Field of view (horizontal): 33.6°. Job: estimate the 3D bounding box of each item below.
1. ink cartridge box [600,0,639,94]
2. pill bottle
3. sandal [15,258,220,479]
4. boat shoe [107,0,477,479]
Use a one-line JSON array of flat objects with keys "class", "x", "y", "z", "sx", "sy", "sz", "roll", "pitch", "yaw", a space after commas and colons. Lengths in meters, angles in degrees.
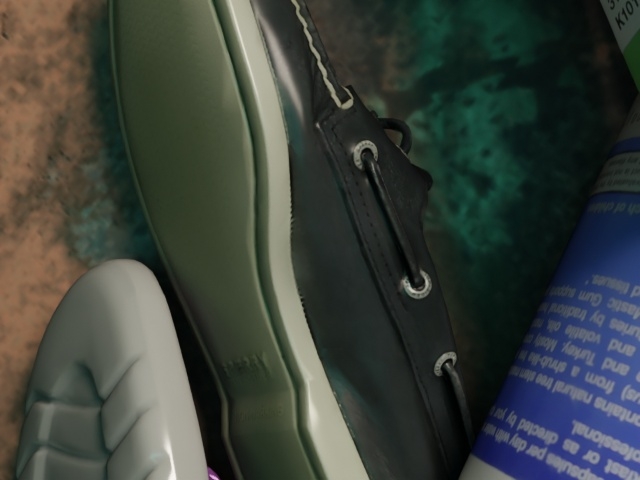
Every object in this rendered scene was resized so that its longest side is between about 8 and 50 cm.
[{"class": "ink cartridge box", "x": 0.134, "y": -0.149, "z": 0.301, "sx": 0.092, "sy": 0.160, "sz": 0.219, "roll": -13, "pitch": 71, "yaw": -17}, {"class": "pill bottle", "x": 0.145, "y": 0.079, "z": 0.418, "sx": 0.152, "sy": 0.152, "sz": 0.272, "roll": 26, "pitch": 85, "yaw": 4}, {"class": "sandal", "x": -0.060, "y": 0.215, "z": 0.467, "sx": 0.169, "sy": 0.102, "sz": 0.416, "roll": -28, "pitch": 65, "yaw": 47}, {"class": "boat shoe", "x": 0.002, "y": 0.000, "z": 0.475, "sx": 0.113, "sy": 0.127, "sz": 0.340, "roll": -18, "pitch": 90, "yaw": -33}]
